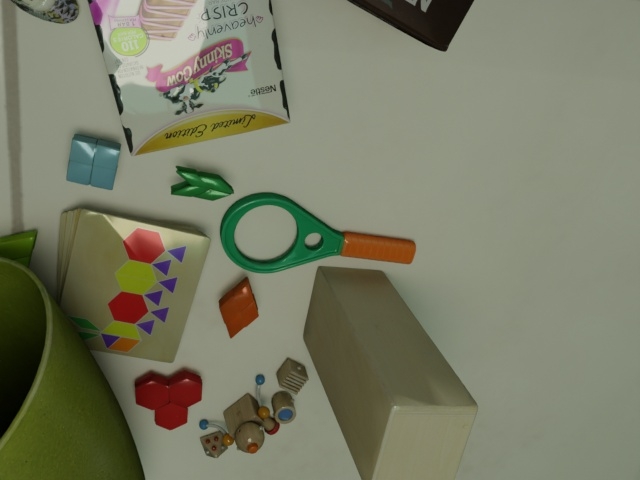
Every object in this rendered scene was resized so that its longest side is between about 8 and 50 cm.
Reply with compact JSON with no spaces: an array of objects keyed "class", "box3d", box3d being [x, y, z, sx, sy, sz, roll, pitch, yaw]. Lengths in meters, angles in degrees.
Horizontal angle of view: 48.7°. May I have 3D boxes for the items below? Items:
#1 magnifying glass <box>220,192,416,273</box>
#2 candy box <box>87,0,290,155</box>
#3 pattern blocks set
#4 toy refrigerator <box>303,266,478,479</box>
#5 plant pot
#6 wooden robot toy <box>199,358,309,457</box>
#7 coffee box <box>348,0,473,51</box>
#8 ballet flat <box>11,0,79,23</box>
[{"class":"magnifying glass","box3d":[0.000,0.000,0.808,0.231,0.026,0.092,8,112,-17]},{"class":"candy box","box3d":[-0.126,-0.209,0.646,0.159,0.071,0.233,-14,118,-9]},{"class":"pattern blocks set","box3d":[-0.209,0.054,0.765,0.285,0.026,0.325,21,112,-20]},{"class":"toy refrigerator","box3d":[0.063,0.133,0.746,0.094,0.269,0.102,4,112,-18]},{"class":"plant pot","box3d":[-0.303,0.211,0.690,0.275,0.274,0.293,-27,137,-2]},{"class":"wooden robot toy","box3d":[-0.076,0.229,0.862,0.173,0.079,0.076,-39,118,5]},{"class":"coffee box","box3d":[0.100,-0.344,0.617,0.168,0.119,0.297,22,107,-24]},{"class":"ballet flat","box3d":[-0.266,-0.227,0.618,0.114,0.041,0.041,34,102,-26]}]
